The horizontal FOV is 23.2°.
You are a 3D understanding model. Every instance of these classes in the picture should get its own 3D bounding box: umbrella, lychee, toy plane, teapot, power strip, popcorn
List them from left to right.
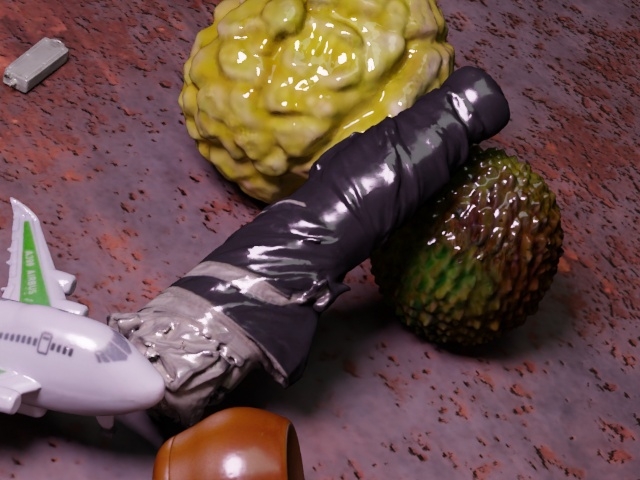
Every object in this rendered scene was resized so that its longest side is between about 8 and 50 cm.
[{"bbox_3d":[-0.224,0.072,1.065,0.255,0.101,0.251,19,39,10],"label":"toy plane"},{"bbox_3d":[-0.255,-0.156,1.387,0.027,0.017,0.083,27,40,10],"label":"power strip"},{"bbox_3d":[-0.068,0.169,1.026,0.116,0.116,0.173,16,22,-4],"label":"teapot"},{"bbox_3d":[0.004,0.004,1.147,0.357,0.106,0.113,-40,44,-14],"label":"umbrella"},{"bbox_3d":[0.010,-0.127,1.314,0.259,0.259,0.212,-18,63,-36],"label":"popcorn"},{"bbox_3d":[0.118,-0.001,1.244,0.171,0.171,0.171,11,40,-10],"label":"lychee"}]
